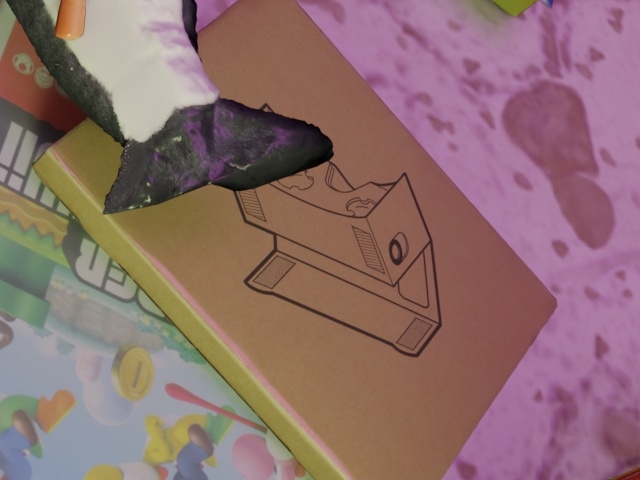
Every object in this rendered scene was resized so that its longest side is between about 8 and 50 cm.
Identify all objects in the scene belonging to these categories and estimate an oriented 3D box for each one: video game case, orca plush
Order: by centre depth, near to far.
[{"bbox_3d":[-0.072,0.053,0.580,0.204,0.025,0.285,29,52,-23],"label":"video game case"},{"bbox_3d":[-0.072,-0.140,0.609,0.287,0.151,0.102,56,9,19],"label":"orca plush"}]

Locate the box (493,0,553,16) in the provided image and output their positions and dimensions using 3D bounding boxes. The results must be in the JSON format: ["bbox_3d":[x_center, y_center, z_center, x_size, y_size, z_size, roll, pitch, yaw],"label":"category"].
[{"bbox_3d":[0.093,-0.207,0.836,0.109,0.042,0.178,33,50,-18],"label":"box"}]

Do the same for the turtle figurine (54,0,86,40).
[{"bbox_3d":[-0.208,-0.069,0.479,0.217,0.087,0.269,31,78,-5],"label":"turtle figurine"}]

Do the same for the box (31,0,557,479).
[{"bbox_3d":[0.000,0.000,0.633,0.201,0.021,0.164,48,47,-5],"label":"box"}]

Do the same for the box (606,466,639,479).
[{"bbox_3d":[0.107,0.174,0.611,0.058,0.087,0.232,52,48,-2],"label":"box"}]
